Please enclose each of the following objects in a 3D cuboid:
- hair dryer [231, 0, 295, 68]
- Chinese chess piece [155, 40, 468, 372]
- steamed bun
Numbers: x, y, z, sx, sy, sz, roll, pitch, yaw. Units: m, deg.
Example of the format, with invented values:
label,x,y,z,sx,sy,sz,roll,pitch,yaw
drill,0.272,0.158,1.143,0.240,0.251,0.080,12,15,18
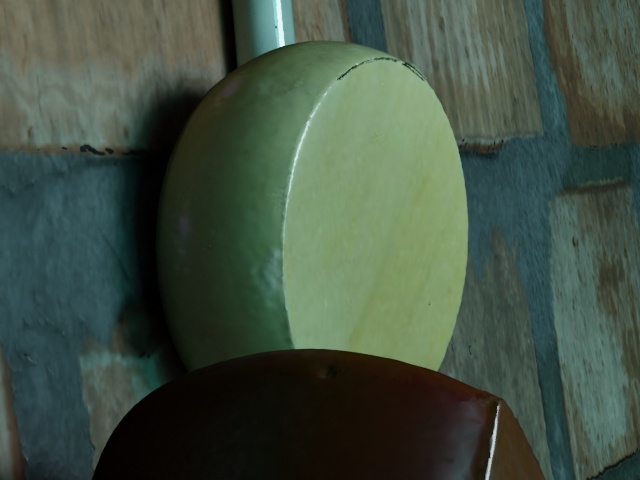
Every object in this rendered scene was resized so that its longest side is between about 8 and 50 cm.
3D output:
label,x,y,z,sx,sy,sz,roll,pitch,yaw
hair dryer,-0.013,-0.118,1.350,0.183,0.044,0.155,5,80,-70
Chinese chess piece,0.000,0.000,1.201,0.251,0.097,0.251,-7,99,-57
steamed bun,-0.006,0.221,0.985,0.379,0.248,0.235,64,30,-56
